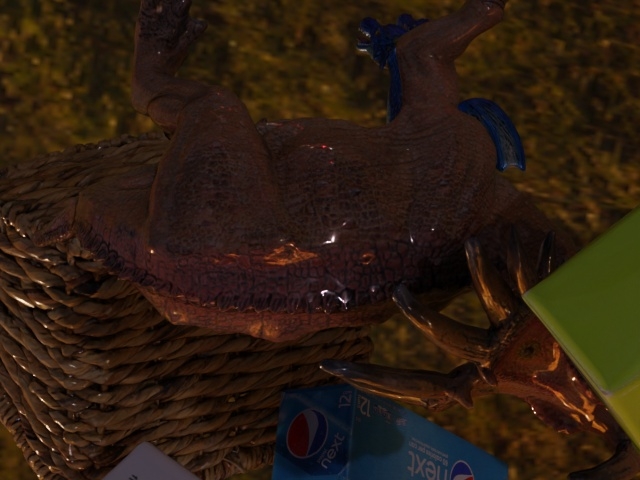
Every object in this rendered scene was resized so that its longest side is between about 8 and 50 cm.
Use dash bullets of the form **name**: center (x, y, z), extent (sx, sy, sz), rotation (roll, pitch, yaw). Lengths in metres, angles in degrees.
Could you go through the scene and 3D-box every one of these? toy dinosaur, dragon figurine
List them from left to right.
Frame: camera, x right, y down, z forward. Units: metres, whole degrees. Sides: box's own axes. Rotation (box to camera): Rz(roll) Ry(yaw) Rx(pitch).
- **toy dinosaur**: center (0.000, 0.000, 0.671), extent (0.296, 0.127, 0.200), rotation (-3, 50, 13)
- **dragon figurine**: center (0.103, -0.058, 1.332), extent (0.289, 0.085, 0.144), rotation (57, 145, 35)

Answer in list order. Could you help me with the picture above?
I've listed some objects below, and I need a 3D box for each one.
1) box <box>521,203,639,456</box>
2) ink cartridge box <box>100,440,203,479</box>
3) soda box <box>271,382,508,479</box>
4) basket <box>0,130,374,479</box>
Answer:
- **box**: center (0.145, -0.007, 0.416), extent (0.178, 0.109, 0.042), rotation (-38, 52, 3)
- **ink cartridge box**: center (0.002, 0.268, 0.817), extent (0.307, 0.129, 0.223), rotation (29, 149, 34)
- **soda box**: center (0.054, 0.168, 1.216), extent (0.067, 0.210, 0.071), rotation (-11, 62, 35)
- **basket**: center (-0.123, 0.049, 1.290), extent (0.213, 0.299, 0.223), rotation (22, 118, 44)
